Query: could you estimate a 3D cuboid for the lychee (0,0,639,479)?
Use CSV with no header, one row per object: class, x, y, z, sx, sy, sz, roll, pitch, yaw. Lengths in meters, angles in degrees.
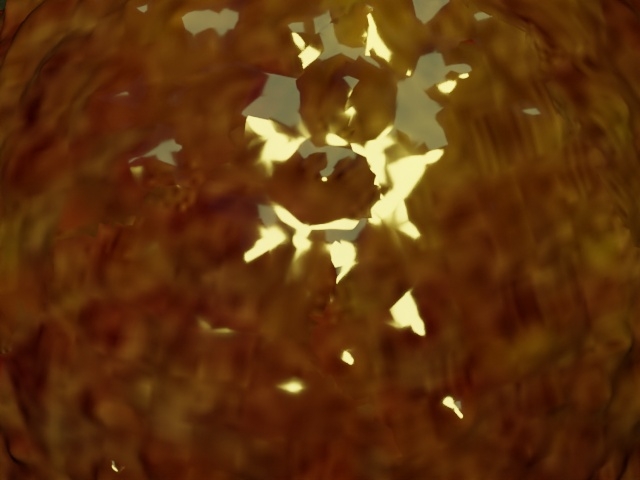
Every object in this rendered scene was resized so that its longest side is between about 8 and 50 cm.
lychee,0.000,0.000,0.502,0.260,0.260,0.260,0,39,0
